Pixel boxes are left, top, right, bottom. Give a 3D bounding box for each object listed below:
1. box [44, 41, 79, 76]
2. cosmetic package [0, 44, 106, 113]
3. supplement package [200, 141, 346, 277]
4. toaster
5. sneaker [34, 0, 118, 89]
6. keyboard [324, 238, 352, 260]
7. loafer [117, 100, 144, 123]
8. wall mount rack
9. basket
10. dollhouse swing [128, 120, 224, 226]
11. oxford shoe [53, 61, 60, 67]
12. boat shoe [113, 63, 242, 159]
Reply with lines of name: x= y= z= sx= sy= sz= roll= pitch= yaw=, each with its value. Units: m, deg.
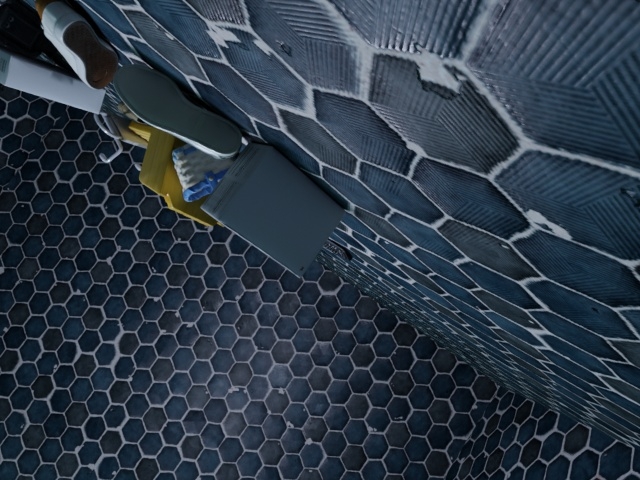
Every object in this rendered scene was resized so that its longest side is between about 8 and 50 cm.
box: x=-0.924 y=-0.658 z=1.650 sx=0.183 sy=0.059 sz=0.232 roll=29 pitch=172 yaw=34
cosmetic package: x=-0.934 y=-0.543 z=1.501 sx=0.377 sy=0.098 sz=0.284 roll=30 pitch=-166 yaw=33
supplement package: x=-0.110 y=-0.074 z=1.110 sx=0.261 sy=0.204 sz=0.145 roll=39 pitch=174 yaw=-33
toaster: x=-0.946 y=-0.664 z=1.415 sx=0.146 sy=0.129 sz=0.227 roll=35 pitch=-178 yaw=36
sneaker: x=-0.574 y=-0.472 z=1.091 sx=0.123 sy=0.106 sz=0.290 roll=44 pitch=166 yaw=0
keyboard: x=0.000 y=0.000 z=1.935 sx=0.317 sy=0.033 sz=0.201 roll=33 pitch=174 yaw=26
loafer: x=-0.762 y=-0.523 z=1.875 sx=0.050 sy=0.056 sz=0.148 roll=32 pitch=-177 yaw=20
wall mount rack: x=-0.775 y=-0.419 z=1.724 sx=0.304 sy=0.130 sz=0.350 roll=59 pitch=-168 yaw=8
basket: x=-0.329 y=-0.169 z=1.432 sx=0.289 sy=0.201 sz=0.254 roll=67 pitch=168 yaw=-8
dollhouse swing: x=-0.541 y=-0.239 z=1.677 sx=0.304 sy=0.316 sz=0.347 roll=4 pitch=167 yaw=25
oxford shoe: x=-0.978 y=-0.679 z=1.842 sx=0.076 sy=0.076 sz=0.212 roll=64 pitch=-174 yaw=18
boat shoe: x=-0.329 y=-0.287 z=1.071 sx=0.319 sy=0.116 sz=0.099 roll=30 pitch=171 yaw=-6
